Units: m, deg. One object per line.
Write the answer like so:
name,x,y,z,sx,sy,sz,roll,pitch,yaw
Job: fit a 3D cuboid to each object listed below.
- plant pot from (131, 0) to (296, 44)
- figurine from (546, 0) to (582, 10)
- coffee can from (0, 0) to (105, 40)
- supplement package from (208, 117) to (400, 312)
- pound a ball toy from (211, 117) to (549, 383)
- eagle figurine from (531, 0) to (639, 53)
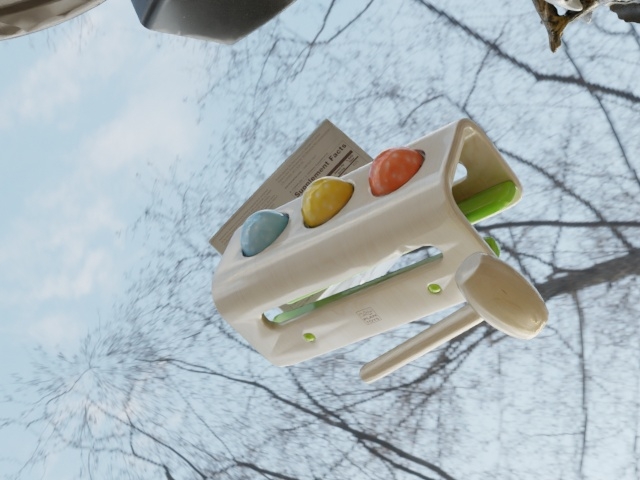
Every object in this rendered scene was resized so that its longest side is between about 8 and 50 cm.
plant pot,-0.125,-0.325,1.201,0.188,0.167,0.187,2,-128,-40
figurine,0.248,-0.395,1.453,0.092,0.215,0.209,-52,-127,16
coffee can,-0.180,-0.253,0.469,0.201,0.201,0.275,-15,-119,-13
supplement package,0.000,0.000,1.361,0.145,0.262,0.204,42,-95,12
pound a ball toy,0.041,0.015,0.950,0.136,0.319,0.208,48,-141,-23
eagle figurine,0.448,-0.396,1.579,0.298,0.226,0.225,-25,-126,17
